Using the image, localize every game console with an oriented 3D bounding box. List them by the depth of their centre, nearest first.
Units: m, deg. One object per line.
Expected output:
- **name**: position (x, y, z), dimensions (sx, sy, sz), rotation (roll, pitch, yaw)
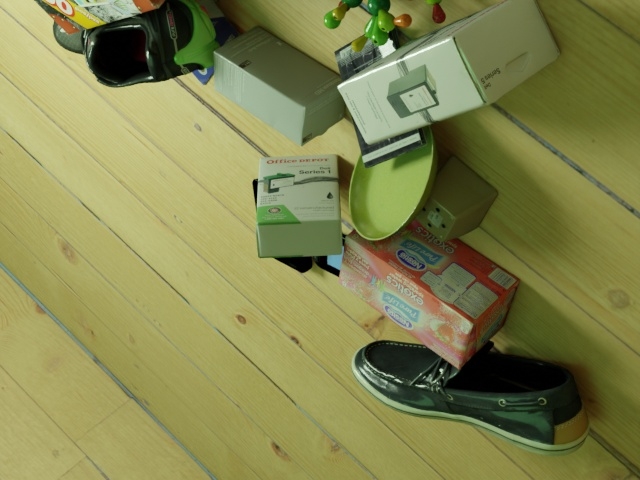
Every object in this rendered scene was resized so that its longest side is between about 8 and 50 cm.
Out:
- **game console**: position (0.000, 0.000, 2.153), dimensions (0.361, 0.044, 0.213), rotation (25, 138, 34)

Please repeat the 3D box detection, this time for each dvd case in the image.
- **dvd case**: position (0.103, -0.251, 1.765), dimensions (0.164, 0.018, 0.221), rotation (-18, 86, 54)

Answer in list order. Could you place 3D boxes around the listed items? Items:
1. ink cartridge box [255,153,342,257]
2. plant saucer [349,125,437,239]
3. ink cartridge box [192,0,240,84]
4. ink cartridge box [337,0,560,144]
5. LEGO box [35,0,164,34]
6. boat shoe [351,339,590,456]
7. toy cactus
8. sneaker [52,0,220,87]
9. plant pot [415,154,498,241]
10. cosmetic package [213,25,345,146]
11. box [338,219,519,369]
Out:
- **ink cartridge box**: position (-0.041, -0.069, 1.945), dimensions (0.160, 0.219, 0.092), rotation (-3, 129, 0)
- **plant saucer**: position (0.134, -0.112, 1.788), dimensions (0.037, 0.240, 0.241), rotation (18, 160, -30)
- **ink cartridge box**: position (-0.285, -0.447, 2.083), dimensions (0.224, 0.045, 0.223), rotation (52, 146, 1)
- **ink cartridge box**: position (0.193, -0.261, 1.549), dimensions (0.273, 0.198, 0.114), rotation (-13, 109, 53)
- **LEGO box**: position (-0.487, -0.620, 1.753), dimensions (0.500, 0.193, 0.372), rotation (45, 156, -30)
- **boat shoe**: position (0.277, 0.262, 1.949), dimensions (0.500, 0.187, 0.156), rotation (14, 125, 37)
- **toy cactus**: position (0.102, -0.404, 1.627), dimensions (0.219, 0.112, 0.180), rotation (-3, 93, 45)
- **sneaker**: position (-0.415, -0.419, 2.039), dimensions (0.483, 0.202, 0.185), rotation (16, 131, 44)
- **plant pot**: position (0.226, -0.064, 1.780), dimensions (0.109, 0.096, 0.109), rotation (43, 145, 16)
- **cosmetic package**: position (-0.077, -0.292, 1.907), dimensions (0.238, 0.127, 0.107), rotation (32, 141, 25)
- **box**: position (0.196, 0.078, 1.893), dimensions (0.300, 0.154, 0.142), rotation (35, 142, 23)
